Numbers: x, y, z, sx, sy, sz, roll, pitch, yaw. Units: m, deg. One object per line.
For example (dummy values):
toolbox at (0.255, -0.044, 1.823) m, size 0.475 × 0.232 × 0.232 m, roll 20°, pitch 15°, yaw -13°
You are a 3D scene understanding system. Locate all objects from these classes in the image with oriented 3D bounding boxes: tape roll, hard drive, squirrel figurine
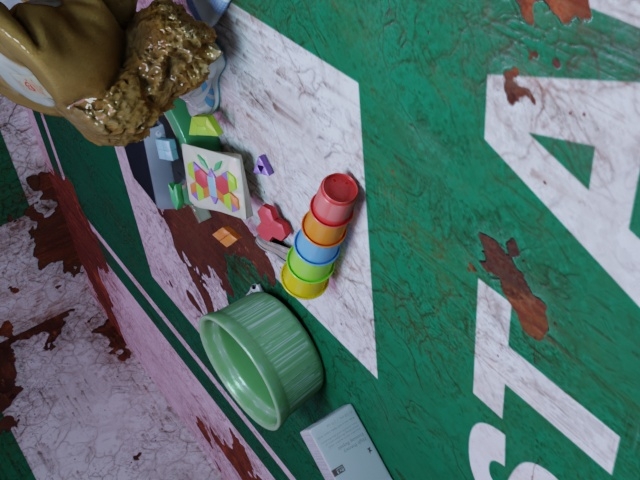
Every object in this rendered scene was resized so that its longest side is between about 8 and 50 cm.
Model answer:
tape roll at (-0.326, -0.239, 1.940) m, size 0.321 × 0.077 × 0.321 m, roll 46°, pitch 151°, yaw 35°
hard drive at (-0.396, -0.199, 1.962) m, size 0.172 × 0.054 × 0.254 m, roll 47°, pitch 152°, yaw 33°
squirrel figurine at (-0.370, -0.385, 1.510) m, size 0.397 × 0.370 × 0.281 m, roll 35°, pitch 158°, yaw -9°

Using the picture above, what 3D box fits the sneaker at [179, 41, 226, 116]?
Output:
sneaker at (-0.250, -0.308, 1.680) m, size 0.087 × 0.092 × 0.228 m, roll 55°, pitch 157°, yaw 15°

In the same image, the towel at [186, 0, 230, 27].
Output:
towel at (-0.207, -0.498, 1.460) m, size 0.209 × 0.034 × 0.285 m, roll 62°, pitch 157°, yaw 0°

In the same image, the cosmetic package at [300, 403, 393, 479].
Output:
cosmetic package at (0.065, 0.481, 1.840) m, size 0.231 × 0.117 × 0.085 m, roll 60°, pitch 158°, yaw 5°

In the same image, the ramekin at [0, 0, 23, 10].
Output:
ramekin at (-0.545, -0.574, 1.757) m, size 0.273 × 0.273 × 0.127 m, roll -23°, pitch 82°, yaw 67°

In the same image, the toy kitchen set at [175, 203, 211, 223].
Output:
toy kitchen set at (-0.325, -0.072, 2.128) m, size 0.075 × 0.068 × 0.083 m, roll 64°, pitch 158°, yaw -3°

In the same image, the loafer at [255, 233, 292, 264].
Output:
loafer at (-0.085, 0.010, 1.752) m, size 0.125 × 0.045 × 0.039 m, roll 35°, pitch 122°, yaw 39°

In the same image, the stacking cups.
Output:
stacking cups at (0.000, 0.000, 1.485) m, size 0.096 × 0.096 × 0.316 m, roll 56°, pitch 156°, yaw 17°

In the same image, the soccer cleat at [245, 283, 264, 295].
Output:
soccer cleat at (-0.156, 0.120, 2.034) m, size 0.083 × 0.029 × 0.035 m, roll -13°, pitch 95°, yaw 63°

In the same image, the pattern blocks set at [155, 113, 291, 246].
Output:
pattern blocks set at (-0.212, -0.118, 1.754) m, size 0.325 × 0.026 × 0.285 m, roll 1°, pitch 114°, yaw 43°

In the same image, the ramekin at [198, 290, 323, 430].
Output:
ramekin at (-0.129, 0.262, 1.944) m, size 0.303 × 0.148 × 0.303 m, roll 42°, pitch 150°, yaw 30°
